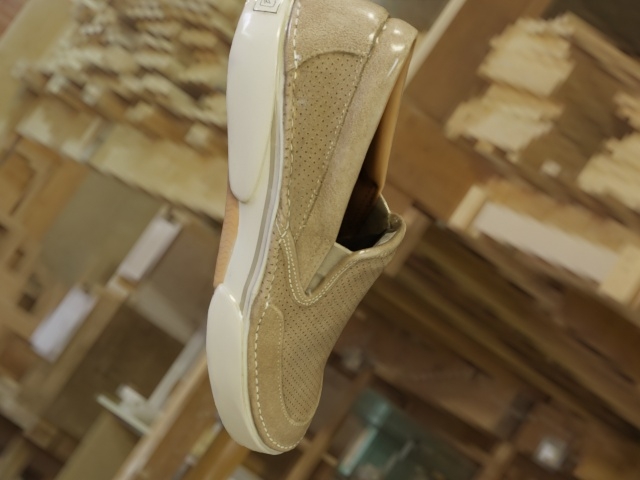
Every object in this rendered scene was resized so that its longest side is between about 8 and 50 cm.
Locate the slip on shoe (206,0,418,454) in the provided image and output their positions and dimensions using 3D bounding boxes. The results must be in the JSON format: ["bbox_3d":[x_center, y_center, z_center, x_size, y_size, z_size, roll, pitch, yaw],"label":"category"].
[{"bbox_3d":[0.000,0.000,0.434,0.041,0.135,0.051,13,28,15],"label":"slip on shoe"}]
